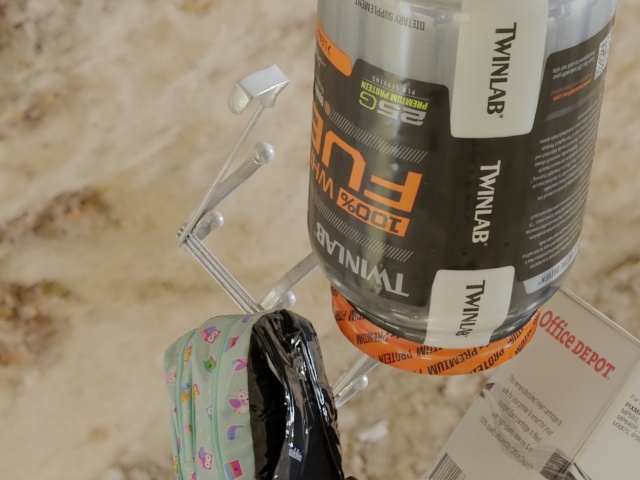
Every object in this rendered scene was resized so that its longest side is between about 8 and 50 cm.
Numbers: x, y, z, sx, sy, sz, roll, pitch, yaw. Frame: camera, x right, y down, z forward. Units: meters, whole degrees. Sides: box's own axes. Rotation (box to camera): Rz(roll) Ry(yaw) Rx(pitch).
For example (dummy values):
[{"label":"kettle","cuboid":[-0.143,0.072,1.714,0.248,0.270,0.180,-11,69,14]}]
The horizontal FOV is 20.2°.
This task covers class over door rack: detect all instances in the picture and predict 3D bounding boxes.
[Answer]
[{"label":"over door rack","cuboid":[0.000,0.000,1.630,0.108,0.239,0.324,-38,170,-28]}]

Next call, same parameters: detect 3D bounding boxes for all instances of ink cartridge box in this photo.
[{"label":"ink cartridge box","cuboid":[0.192,0.197,1.479,0.114,0.197,0.273,32,94,-20]}]

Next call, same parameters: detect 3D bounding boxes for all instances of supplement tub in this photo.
[{"label":"supplement tub","cuboid":[0.095,-0.081,1.294,0.207,0.207,0.338,-20,132,-27]}]

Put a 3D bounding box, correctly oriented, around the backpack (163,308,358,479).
[{"label":"backpack","cuboid":[-0.051,0.145,1.405,0.115,0.182,0.152,-12,174,24]}]
